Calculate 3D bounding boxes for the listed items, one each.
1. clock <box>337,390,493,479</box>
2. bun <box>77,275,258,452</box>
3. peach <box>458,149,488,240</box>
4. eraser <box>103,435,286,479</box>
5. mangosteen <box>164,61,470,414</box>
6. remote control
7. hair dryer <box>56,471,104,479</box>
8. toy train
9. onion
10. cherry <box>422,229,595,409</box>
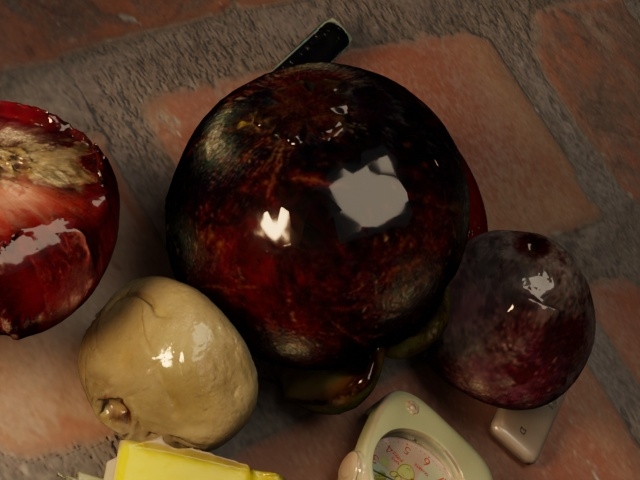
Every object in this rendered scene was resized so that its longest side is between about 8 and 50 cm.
[{"bbox_3d":[0.082,0.251,1.790,0.151,0.062,0.191,44,42,-6],"label":"clock"},{"bbox_3d":[-0.148,0.123,1.617,0.113,0.173,0.167,-39,108,-40],"label":"bun"},{"bbox_3d":[0.131,-0.056,2.065,0.189,0.068,0.279,35,42,-18],"label":"peach"},{"bbox_3d":[-0.117,0.290,1.537,0.158,0.069,0.226,13,59,-12],"label":"eraser"},{"bbox_3d":[-0.002,-0.011,1.758,0.330,0.330,0.330,23,47,-27],"label":"mangosteen"},{"bbox_3d":[0.255,0.149,2.042,0.067,0.029,0.261,42,41,-8],"label":"remote control"},{"bbox_3d":[-0.178,0.222,1.614,0.124,0.038,0.063,18,47,-21],"label":"hair dryer"},{"bbox_3d":[-0.023,-0.195,2.050,0.043,0.047,0.207,46,40,-4],"label":"toy train"},{"bbox_3d":[-0.307,0.009,1.559,0.272,0.195,0.272,-2,36,1],"label":"onion"},{"bbox_3d":[0.199,0.078,1.924,0.195,0.195,0.195,23,47,-27],"label":"cherry"}]
